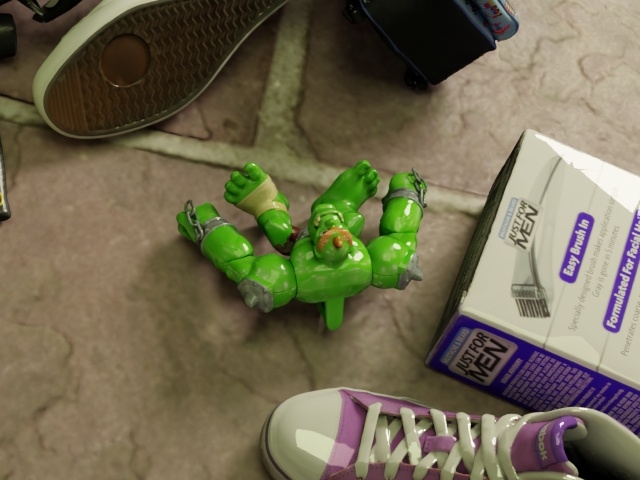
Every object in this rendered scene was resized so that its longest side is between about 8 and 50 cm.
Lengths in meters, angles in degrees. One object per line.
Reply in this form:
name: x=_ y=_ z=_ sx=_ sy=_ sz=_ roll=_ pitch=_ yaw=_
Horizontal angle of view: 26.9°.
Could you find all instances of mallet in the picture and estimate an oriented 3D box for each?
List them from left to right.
mallet: x=-0.276 y=-0.102 z=1.067 sx=0.062 sy=0.039 sz=0.190 roll=2 pitch=63 yaw=-13

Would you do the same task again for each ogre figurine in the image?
ogre figurine: x=0.000 y=0.000 z=1.037 sx=0.197 sy=0.097 sz=0.118 roll=6 pitch=39 yaw=-27

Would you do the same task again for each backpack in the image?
backpack: x=0.079 y=-0.242 z=1.156 sx=0.117 sy=0.158 sz=0.173 roll=-28 pitch=57 yaw=18

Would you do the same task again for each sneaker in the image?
sneaker: x=-0.132 y=-0.189 z=1.133 sx=0.290 sy=0.106 sz=0.123 roll=-39 pitch=37 yaw=-20
sneaker: x=0.103 y=0.143 z=0.931 sx=0.282 sy=0.161 sz=0.102 roll=14 pitch=59 yaw=-3

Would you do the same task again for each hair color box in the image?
hair color box: x=0.274 y=0.070 z=1.045 sx=0.339 sy=0.110 sz=0.185 roll=25 pitch=59 yaw=0

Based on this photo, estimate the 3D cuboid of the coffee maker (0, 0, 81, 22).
coffee maker: x=-0.207 y=-0.282 z=1.092 sx=0.178 sy=0.120 sz=0.171 roll=-20 pitch=51 yaw=5
